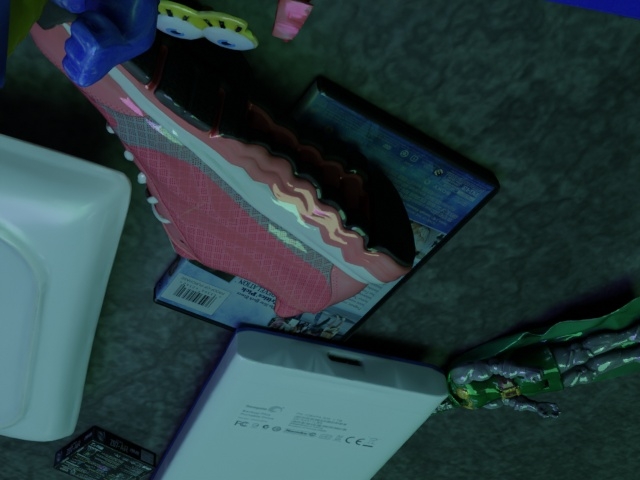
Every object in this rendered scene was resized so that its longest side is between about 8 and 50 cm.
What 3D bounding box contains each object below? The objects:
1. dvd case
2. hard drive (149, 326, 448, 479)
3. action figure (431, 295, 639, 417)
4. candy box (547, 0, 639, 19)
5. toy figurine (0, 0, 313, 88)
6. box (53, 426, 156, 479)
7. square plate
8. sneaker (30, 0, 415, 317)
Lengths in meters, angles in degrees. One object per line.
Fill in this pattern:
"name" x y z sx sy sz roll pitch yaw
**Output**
"dvd case" 0.000 0.000 0.692 0.180 0.022 0.253 24 125 -28
"hard drive" -0.040 0.213 0.855 0.210 0.040 0.318 14 133 -19
"action figure" 0.209 0.130 0.817 0.232 0.063 0.137 -17 136 13
"candy box" 0.188 -0.252 0.415 0.317 0.122 0.268 8 131 -12
"toy figurine" -0.176 -0.157 0.328 0.363 0.217 0.191 21 132 -2
"box" -0.227 0.233 0.879 0.067 0.018 0.083 -37 127 24
"square plate" -0.337 0.032 0.608 0.347 0.049 0.344 17 135 -10
"sneaker" -0.080 -0.044 0.559 0.314 0.116 0.136 40 121 -23
